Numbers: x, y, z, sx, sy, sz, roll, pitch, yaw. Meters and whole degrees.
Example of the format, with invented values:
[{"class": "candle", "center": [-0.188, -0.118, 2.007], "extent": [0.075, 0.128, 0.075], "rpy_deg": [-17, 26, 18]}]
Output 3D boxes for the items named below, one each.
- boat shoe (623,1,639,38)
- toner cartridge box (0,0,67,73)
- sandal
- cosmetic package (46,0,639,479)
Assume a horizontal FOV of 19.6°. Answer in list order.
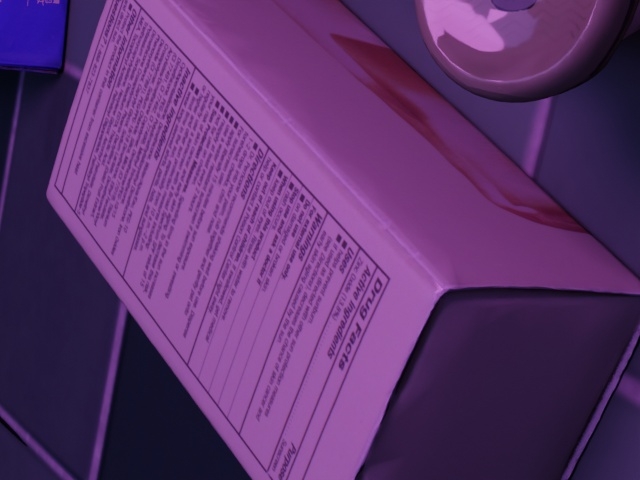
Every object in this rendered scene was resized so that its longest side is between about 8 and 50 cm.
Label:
[{"class": "boat shoe", "center": [-0.004, -0.256, 0.862], "extent": [0.500, 0.156, 0.187], "rpy_deg": [55, 129, 36]}, {"class": "toner cartridge box", "center": [-0.225, -0.292, 1.228], "extent": [0.165, 0.075, 0.347], "rpy_deg": [15, 101, 52]}, {"class": "sandal", "center": [0.060, -0.201, 0.675], "extent": [0.120, 0.086, 0.302], "rpy_deg": [-5, 93, 39]}, {"class": "cosmetic package", "center": [0.000, 0.000, 0.874], "extent": [0.296, 0.129, 0.153], "rpy_deg": [50, 127, 42]}]
